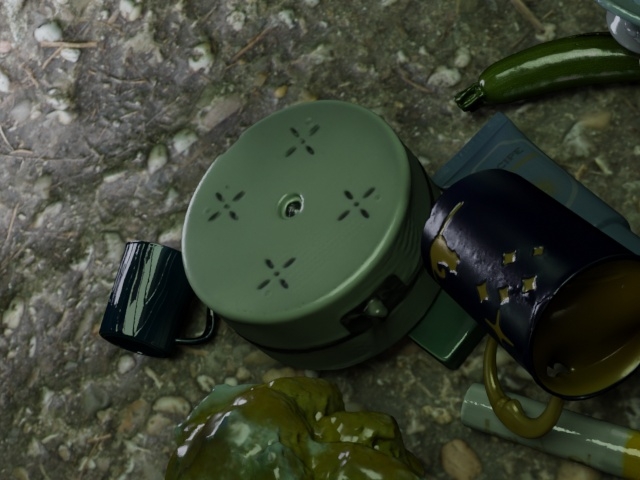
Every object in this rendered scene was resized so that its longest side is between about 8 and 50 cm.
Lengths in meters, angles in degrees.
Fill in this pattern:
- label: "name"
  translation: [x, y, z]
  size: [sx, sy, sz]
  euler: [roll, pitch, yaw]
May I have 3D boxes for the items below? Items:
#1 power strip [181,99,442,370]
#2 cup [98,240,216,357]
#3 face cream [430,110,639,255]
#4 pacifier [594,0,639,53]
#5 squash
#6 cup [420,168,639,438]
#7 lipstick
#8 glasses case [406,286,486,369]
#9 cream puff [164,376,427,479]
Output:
- label: "power strip"
  translation: [0.000, 0.000, 1.570]
  size: [0.357, 0.161, 0.357]
  euler: [-16, 54, 23]
- label: "cup"
  translation: [-0.226, 0.087, 1.680]
  size: [0.150, 0.113, 0.138]
  euler: [6, 70, 29]
- label: "face cream"
  translation: [0.292, -0.039, 1.514]
  size: [0.135, 0.086, 0.385]
  euler: [-45, 43, 0]
- label: "pacifier"
  translation: [0.467, -0.343, 1.475]
  size: [0.244, 0.233, 0.299]
  euler: [35, 40, 30]
- label: "squash"
  translation: [0.336, -0.235, 1.607]
  size: [0.318, 0.071, 0.080]
  euler: [-8, 42, 18]
- label: "cup"
  translation: [0.216, 0.072, 1.345]
  size: [0.255, 0.178, 0.256]
  euler: [-57, 36, 9]
- label: "lipstick"
  translation: [0.292, 0.228, 1.402]
  size: [0.264, 0.059, 0.059]
  euler: [14, 72, 30]
- label: "glasses case"
  translation: [0.196, 0.073, 1.536]
  size: [0.078, 0.039, 0.184]
  euler: [36, 83, 33]
- label: "cream puff"
  translation: [-0.012, 0.328, 1.391]
  size: [0.378, 0.275, 0.378]
  euler: [3, 95, 35]
